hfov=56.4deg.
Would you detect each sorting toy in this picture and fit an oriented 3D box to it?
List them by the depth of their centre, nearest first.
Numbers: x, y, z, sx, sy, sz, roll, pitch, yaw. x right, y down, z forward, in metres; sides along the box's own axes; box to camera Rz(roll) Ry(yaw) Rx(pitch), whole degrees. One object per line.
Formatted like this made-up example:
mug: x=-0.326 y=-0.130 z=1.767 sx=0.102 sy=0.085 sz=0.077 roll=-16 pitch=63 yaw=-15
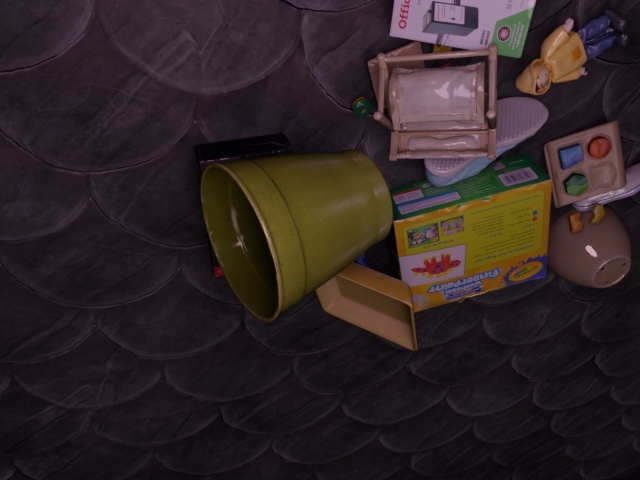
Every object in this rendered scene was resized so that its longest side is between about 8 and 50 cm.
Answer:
sorting toy: x=0.192 y=-0.410 z=1.448 sx=0.274 sy=0.046 sz=0.132 roll=-22 pitch=131 yaw=0
sorting toy: x=0.798 y=-0.178 z=1.770 sx=0.229 sy=0.041 sz=0.307 roll=-19 pitch=113 yaw=3

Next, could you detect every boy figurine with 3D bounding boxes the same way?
boy figurine: x=0.628 y=-0.475 z=1.516 sx=0.285 sy=0.092 sz=0.177 roll=-31 pitch=133 yaw=3

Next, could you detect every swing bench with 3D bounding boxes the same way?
swing bench: x=0.268 y=-0.297 z=1.348 sx=0.253 sy=0.165 sz=0.254 roll=1 pitch=166 yaw=16

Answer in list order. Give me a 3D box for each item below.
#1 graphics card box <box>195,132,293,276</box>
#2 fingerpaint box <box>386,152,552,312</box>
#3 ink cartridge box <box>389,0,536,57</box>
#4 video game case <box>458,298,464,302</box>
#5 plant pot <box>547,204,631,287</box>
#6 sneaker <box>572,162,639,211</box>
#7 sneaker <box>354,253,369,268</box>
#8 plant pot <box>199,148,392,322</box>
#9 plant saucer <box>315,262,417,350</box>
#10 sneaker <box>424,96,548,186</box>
graphics card box: x=-0.186 y=-0.085 z=1.549 sx=0.232 sy=0.094 sz=0.371 roll=-9 pitch=129 yaw=-14
fingerpaint box: x=0.424 y=-0.015 z=1.750 sx=0.444 sy=0.163 sz=0.371 roll=-16 pitch=129 yaw=-1
ink cartridge box: x=0.305 y=-0.523 z=1.260 sx=0.289 sy=0.121 sz=0.211 roll=13 pitch=127 yaw=12
video game case: x=0.481 y=0.109 z=1.975 sx=0.173 sy=0.022 sz=0.190 roll=33 pitch=111 yaw=-35
plant pot: x=0.895 y=0.046 z=1.953 sx=0.284 sy=0.191 sz=0.284 roll=-9 pitch=130 yaw=-11
sneaker: x=0.900 y=-0.177 z=1.839 sx=0.258 sy=0.094 sz=0.091 roll=-28 pitch=133 yaw=4
sneaker: x=0.102 y=0.028 z=1.743 sx=0.083 sy=0.087 sz=0.221 roll=14 pitch=156 yaw=26
plant pot: x=-0.038 y=-0.050 z=1.375 sx=0.353 sy=0.366 sz=0.366 roll=-22 pitch=134 yaw=-27
plant saucer: x=0.139 y=0.167 z=1.734 sx=0.081 sy=0.332 sz=0.333 roll=-58 pitch=155 yaw=-24
sneaker: x=0.437 y=-0.264 z=1.619 sx=0.366 sy=0.135 sz=0.150 roll=-25 pitch=160 yaw=-4
